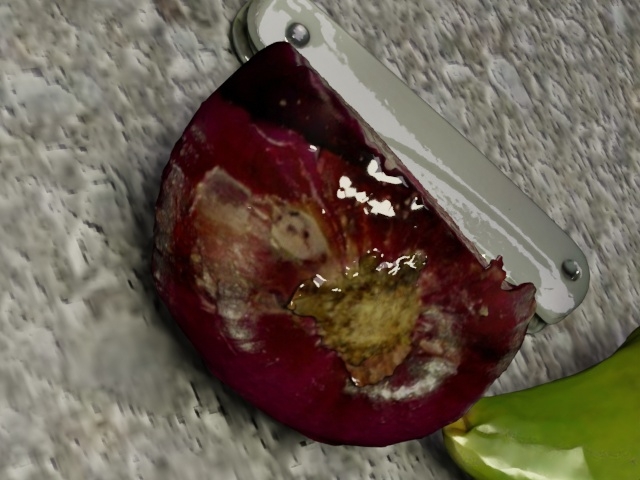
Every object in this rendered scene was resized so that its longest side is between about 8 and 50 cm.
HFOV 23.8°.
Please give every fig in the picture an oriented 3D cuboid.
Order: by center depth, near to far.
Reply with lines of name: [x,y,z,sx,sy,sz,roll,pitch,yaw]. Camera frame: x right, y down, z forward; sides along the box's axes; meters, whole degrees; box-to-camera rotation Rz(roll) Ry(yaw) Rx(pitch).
fig: [0.188,0.128,0.813,0.275,0.206,0.206,5,61,-23]

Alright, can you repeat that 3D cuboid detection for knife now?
knife: [0.053,-0.044,0.881,0.265,0.040,0.073,44,54,-12]

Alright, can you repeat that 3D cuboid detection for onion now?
onion: [0.000,0.000,0.754,0.195,0.140,0.218,36,10,-20]
